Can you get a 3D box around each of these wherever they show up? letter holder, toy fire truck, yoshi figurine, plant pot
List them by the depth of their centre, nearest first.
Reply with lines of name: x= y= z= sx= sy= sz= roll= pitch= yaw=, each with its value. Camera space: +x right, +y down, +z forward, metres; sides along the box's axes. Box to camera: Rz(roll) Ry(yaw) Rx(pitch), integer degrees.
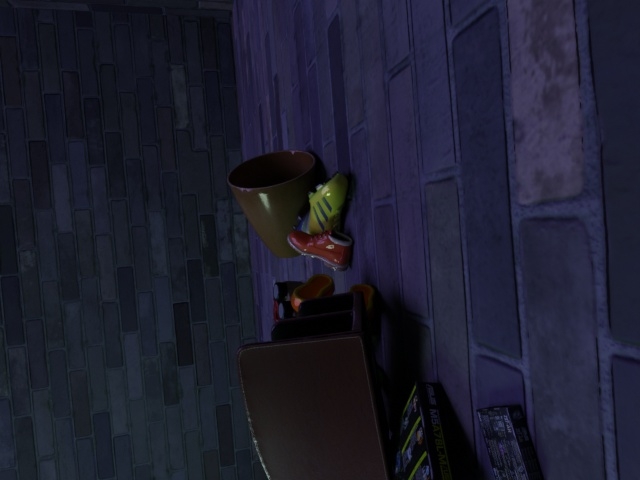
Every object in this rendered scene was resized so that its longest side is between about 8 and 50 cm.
letter holder: x=-0.006 y=0.267 z=0.781 sx=0.152 sy=0.214 sz=0.302 roll=-75 pitch=-26 yaw=-72
yoshi figurine: x=0.015 y=0.264 z=0.934 sx=0.203 sy=0.203 sz=0.362 roll=-127 pitch=32 yaw=-51
plant pot: x=-0.108 y=-0.085 z=1.251 sx=0.237 sy=0.237 sz=0.254 roll=-121 pitch=16 yaw=-58
toy fire truck: x=-0.067 y=0.272 z=1.356 sx=0.217 sy=0.158 sz=0.246 roll=-114 pitch=35 yaw=-49

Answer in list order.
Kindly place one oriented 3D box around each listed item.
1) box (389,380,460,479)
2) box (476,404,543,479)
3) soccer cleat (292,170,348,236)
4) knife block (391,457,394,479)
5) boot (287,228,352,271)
box: x=0.148 y=0.338 z=0.661 sx=0.184 sy=0.045 sz=0.191 roll=-86 pitch=3 yaw=-51
box: x=0.213 y=0.233 z=0.516 sx=0.067 sy=0.018 sz=0.083 roll=119 pitch=143 yaw=-63
soccer cleat: x=0.018 y=-0.054 z=1.058 sx=0.121 sy=0.093 sz=0.289 roll=50 pitch=151 yaw=10
knife block: x=0.124 y=0.535 z=0.798 sx=0.275 sy=0.088 sz=0.242 roll=-172 pitch=79 yaw=-74
boot: x=0.000 y=0.000 z=1.024 sx=0.059 sy=0.158 sz=0.085 roll=-49 pitch=-23 yaw=-51
